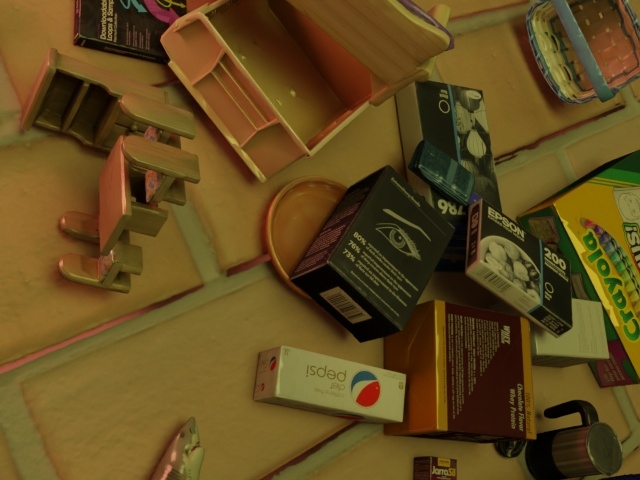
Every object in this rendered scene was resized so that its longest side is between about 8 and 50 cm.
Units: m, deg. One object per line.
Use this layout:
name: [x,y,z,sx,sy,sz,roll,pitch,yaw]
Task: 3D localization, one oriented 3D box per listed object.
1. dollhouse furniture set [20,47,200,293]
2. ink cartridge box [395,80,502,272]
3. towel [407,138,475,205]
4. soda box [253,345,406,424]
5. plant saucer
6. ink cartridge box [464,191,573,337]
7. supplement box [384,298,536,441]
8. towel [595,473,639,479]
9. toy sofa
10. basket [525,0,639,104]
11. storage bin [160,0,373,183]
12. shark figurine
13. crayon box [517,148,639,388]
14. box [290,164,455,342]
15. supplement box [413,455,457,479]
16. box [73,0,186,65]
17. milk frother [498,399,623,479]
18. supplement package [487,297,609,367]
dollhouse furniture set: [-0.274,-0.099,0.990,0.161,0.212,0.242,16,41,-30]
ink cartridge box: [0.229,-0.111,1.405,0.165,0.065,0.332,2,75,-33]
towel: [0.203,-0.112,1.331,0.119,0.029,0.067,33,59,-19]
soda box: [0.016,0.211,1.161,0.216,0.069,0.074,17,67,-27]
plant saucer: [0.000,0.000,1.236,0.200,0.037,0.200,10,70,-29]
ink cartridge box: [0.323,0.025,1.317,0.206,0.045,0.208,33,40,-18]
supplement box: [0.213,0.209,1.252,0.194,0.129,0.191,12,69,-29]
towel: [0.414,0.492,1.275,0.308,0.076,0.227,1,104,-32]
toy sofa: [0.025,-0.372,1.123,0.362,0.177,0.150,35,53,-21]
basket: [0.516,-0.384,1.571,0.254,0.201,0.289,67,23,3]
storage bin: [-0.058,-0.265,1.209,0.260,0.123,0.262,52,48,-9]
shark figurine: [-0.218,0.332,0.936,0.116,0.278,0.166,7,102,7]
crayon box: [0.580,0.047,1.554,0.313,0.106,0.363,-28,91,-36]
box: [0.080,0.019,1.192,0.153,0.108,0.207,43,56,-14]
supplement box: [0.174,0.373,1.228,0.055,0.043,0.083,13,68,-28]
box: [-0.271,-0.320,1.165,0.162,0.029,0.116,5,73,-31]
milk frother: [0.386,0.334,1.320,0.143,0.135,0.129,-10,75,-35]
supplement package: [0.393,0.158,1.399,0.179,0.105,0.105,9,70,-31]
